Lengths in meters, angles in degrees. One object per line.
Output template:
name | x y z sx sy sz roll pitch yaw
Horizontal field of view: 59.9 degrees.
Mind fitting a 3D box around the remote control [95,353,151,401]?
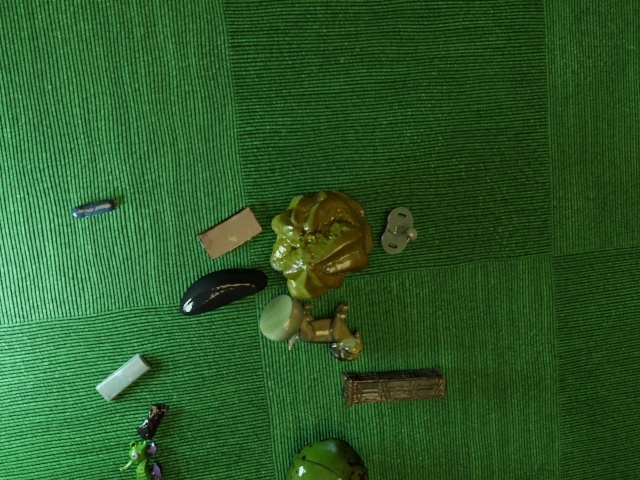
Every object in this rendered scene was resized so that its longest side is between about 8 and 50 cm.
remote control | -0.578 0.404 1.632 0.162 0.029 0.061 -40 100 -4

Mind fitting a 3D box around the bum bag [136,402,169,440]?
bum bag | -0.502 0.540 1.658 0.057 0.034 0.124 29 91 -21

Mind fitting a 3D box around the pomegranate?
pomegranate | 0.030 0.722 1.683 0.270 0.254 0.254 6 96 -44

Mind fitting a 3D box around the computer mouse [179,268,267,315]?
computer mouse | -0.287 0.130 1.602 0.269 0.137 0.086 -20 109 -7

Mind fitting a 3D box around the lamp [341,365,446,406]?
lamp | 0.231 0.459 1.759 0.325 0.089 0.090 -2 97 -11

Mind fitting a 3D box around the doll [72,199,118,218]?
doll | -0.637 -0.090 1.571 0.125 0.027 0.037 -13 99 -12

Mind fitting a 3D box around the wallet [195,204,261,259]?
wallet | -0.268 -0.022 1.647 0.176 0.026 0.095 -32 95 -7

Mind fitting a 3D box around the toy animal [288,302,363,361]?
toy animal | 0.031 0.279 1.693 0.233 0.121 0.169 12 105 -9

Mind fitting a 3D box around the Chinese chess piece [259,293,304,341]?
Chinese chess piece | -0.113 0.229 1.643 0.058 0.144 0.144 39 88 -36

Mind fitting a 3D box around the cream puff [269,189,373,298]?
cream puff | 0.003 -0.008 1.579 0.323 0.270 0.274 -33 96 -7

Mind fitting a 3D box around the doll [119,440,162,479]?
doll | -0.534 0.685 1.662 0.115 0.050 0.190 -13 100 -13

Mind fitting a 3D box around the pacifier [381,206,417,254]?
pacifier | 0.255 -0.023 1.701 0.126 0.116 0.150 23 88 -38
